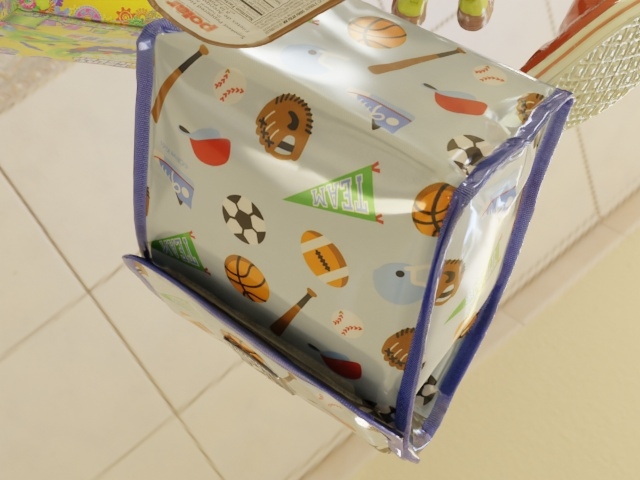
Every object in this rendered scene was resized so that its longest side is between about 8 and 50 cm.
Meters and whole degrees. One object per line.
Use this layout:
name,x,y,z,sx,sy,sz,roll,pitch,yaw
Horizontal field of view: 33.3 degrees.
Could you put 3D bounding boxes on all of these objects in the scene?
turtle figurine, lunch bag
turtle figurine,0.136,-0.279,1.032,0.270,0.087,0.217,-15,160,0
lunch bag,0.000,0.000,0.978,0.239,0.328,0.385,-39,152,-41

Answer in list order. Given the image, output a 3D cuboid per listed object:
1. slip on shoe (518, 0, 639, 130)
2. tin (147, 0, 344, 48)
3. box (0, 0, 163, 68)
slip on shoe,0.282,-0.224,1.008,0.331,0.101,0.123,-46,150,-7
tin,-0.038,-0.178,0.668,0.106,0.190,0.040,34,57,-29
box,-0.276,-0.332,1.371,0.290,0.279,0.177,2,88,-31
